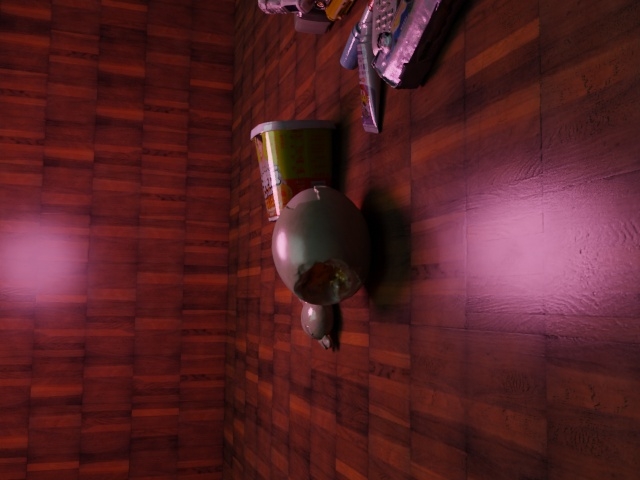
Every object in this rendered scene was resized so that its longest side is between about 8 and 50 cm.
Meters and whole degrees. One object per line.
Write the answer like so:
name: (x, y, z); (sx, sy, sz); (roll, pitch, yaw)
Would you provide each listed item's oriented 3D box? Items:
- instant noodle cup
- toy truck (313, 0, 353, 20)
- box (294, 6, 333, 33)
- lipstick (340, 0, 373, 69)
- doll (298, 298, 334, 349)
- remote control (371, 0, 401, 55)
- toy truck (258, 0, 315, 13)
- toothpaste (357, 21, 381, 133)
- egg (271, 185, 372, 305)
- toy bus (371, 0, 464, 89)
instant noodle cup: (-0.080, -0.223, 2.148); (0.294, 0.294, 0.307); (175, 90, -71)
toy truck: (0.065, -0.776, 2.002); (0.227, 0.114, 0.098); (-37, 32, 65)
box: (-0.023, -0.817, 2.211); (0.129, 0.148, 0.210); (129, 142, -72)
lipstick: (0.125, -0.608, 1.873); (0.274, 0.061, 0.068); (120, 170, -55)
doll: (-0.019, 0.215, 2.099); (0.155, 0.113, 0.274); (135, 135, -58)
remote control: (0.187, -0.644, 1.714); (0.109, 0.055, 0.312); (0, 87, 61)
toy truck: (-0.084, -0.899, 2.011); (0.173, 0.207, 0.387); (-44, -39, -76)
toothpaste: (0.139, -0.453, 1.825); (0.114, 0.073, 0.299); (-146, 53, -68)
egg: (0.000, 0.000, 1.828); (0.278, 0.279, 0.336); (113, 154, -44)
toy bus: (0.230, -0.496, 1.511); (0.317, 0.113, 0.137); (114, 141, -47)
